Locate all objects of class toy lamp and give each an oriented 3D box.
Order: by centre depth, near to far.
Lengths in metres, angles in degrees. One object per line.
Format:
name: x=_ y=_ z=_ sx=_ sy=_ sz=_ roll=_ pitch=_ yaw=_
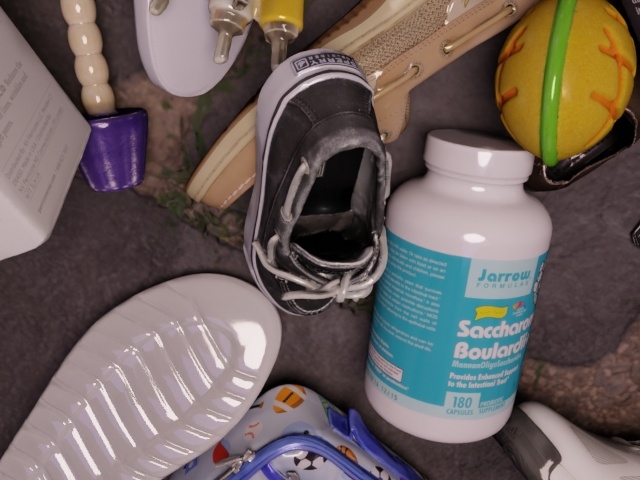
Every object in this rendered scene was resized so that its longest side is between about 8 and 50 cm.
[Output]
toy lamp: x=-0.200 y=-0.178 z=0.537 sx=0.080 sy=0.080 sz=0.275 roll=-6 pitch=111 yaw=2

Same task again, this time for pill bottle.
pill bottle: x=0.124 y=0.037 z=0.581 sx=0.146 sy=0.146 sz=0.264 roll=4 pitch=110 yaw=-2

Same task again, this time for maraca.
maraca: x=0.193 y=-0.141 z=0.495 sx=0.099 sy=0.186 sz=0.127 roll=11 pitch=144 yaw=22

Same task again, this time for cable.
cable: x=-0.043 y=-0.272 z=0.463 sx=0.139 sy=0.072 sz=0.287 roll=22 pitch=75 yaw=-21

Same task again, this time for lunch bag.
lunch bag: x=-0.008 y=0.298 z=0.679 sx=0.243 sy=0.115 sz=0.303 roll=-41 pitch=115 yaw=15

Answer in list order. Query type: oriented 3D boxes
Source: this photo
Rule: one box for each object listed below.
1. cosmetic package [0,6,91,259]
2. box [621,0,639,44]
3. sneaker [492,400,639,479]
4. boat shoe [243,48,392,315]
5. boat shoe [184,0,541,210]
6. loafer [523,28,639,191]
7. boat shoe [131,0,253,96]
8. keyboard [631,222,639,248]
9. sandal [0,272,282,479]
cosmetic package: x=-0.347 y=-0.142 z=0.374 sx=0.217 sy=0.156 sz=0.385 roll=-21 pitch=131 yaw=13
box: x=0.338 y=-0.273 z=0.405 sx=0.296 sy=0.182 sz=0.294 roll=-38 pitch=108 yaw=-14
sneaker: x=0.396 y=0.232 z=0.669 sx=0.447 sy=0.169 sz=0.257 roll=36 pitch=97 yaw=-21
boat shoe: x=0.004 y=-0.001 z=0.517 sx=0.113 sy=0.105 sz=0.306 roll=-9 pitch=146 yaw=-17
boat shoe: x=0.032 y=-0.126 z=0.534 sx=0.341 sy=0.122 sz=0.110 roll=-39 pitch=106 yaw=11
loafer: x=0.271 y=-0.116 z=0.562 sx=0.080 sy=0.078 sz=0.220 roll=41 pitch=105 yaw=-14
boat shoe: x=-0.113 y=-0.270 z=0.495 sx=0.102 sy=0.108 sz=0.301 roll=21 pitch=114 yaw=37
keyboard: x=0.413 y=-0.001 z=0.636 sx=0.180 sy=0.023 sz=0.108 roll=28 pitch=114 yaw=-11
sandal: x=-0.213 y=0.190 z=0.663 sx=0.416 sy=0.102 sz=0.169 roll=-45 pitch=90 yaw=1
